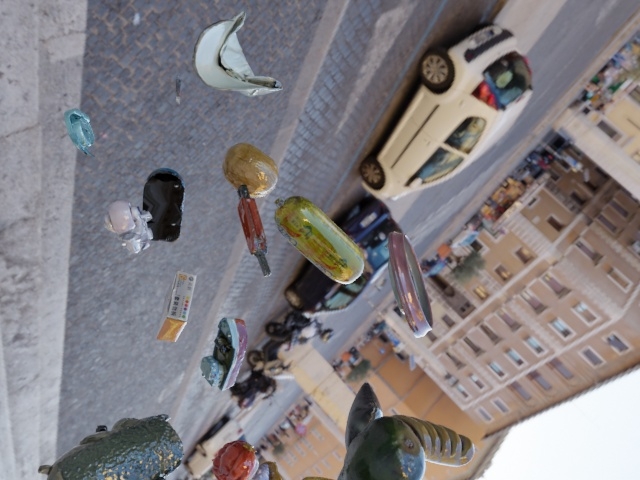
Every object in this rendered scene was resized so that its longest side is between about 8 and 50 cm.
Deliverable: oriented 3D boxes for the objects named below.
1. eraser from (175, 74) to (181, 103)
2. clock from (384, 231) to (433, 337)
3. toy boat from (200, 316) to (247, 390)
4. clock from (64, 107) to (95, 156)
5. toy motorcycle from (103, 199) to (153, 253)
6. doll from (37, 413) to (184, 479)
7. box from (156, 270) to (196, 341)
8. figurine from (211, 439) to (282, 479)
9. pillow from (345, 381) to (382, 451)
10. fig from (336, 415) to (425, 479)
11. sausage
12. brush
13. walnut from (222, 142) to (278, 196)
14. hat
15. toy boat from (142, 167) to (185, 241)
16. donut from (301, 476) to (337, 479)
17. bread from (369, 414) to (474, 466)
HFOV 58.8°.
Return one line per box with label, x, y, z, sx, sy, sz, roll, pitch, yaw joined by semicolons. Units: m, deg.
eraser;-0.500;-0.532;1.999;0.027;0.019;0.099;-149;-117;-74
clock;0.193;0.096;1.264;0.056;0.244;0.244;-18;175;15
toy boat;-0.392;0.442;2.261;0.133;0.145;0.332;-3;122;-41
clock;-0.739;-0.327;1.755;0.045;0.147;0.108;-15;177;2
toy motorcycle;-0.444;-0.018;1.334;0.112;0.112;0.254;-41;173;-15
doll;-0.548;0.597;1.516;0.349;0.247;0.247;-19;157;-27
box;-0.602;0.279;2.362;0.274;0.091;0.220;132;-32;-55
figurine;-0.269;0.785;1.951;0.181;0.208;0.257;-31;128;-4
pillow;0.132;0.596;1.782;0.186;0.106;0.250;-113;-147;-80
fig;0.076;0.356;0.880;0.177;0.117;0.117;-40;170;21
sausage;0.000;0.000;1.554;0.123;0.347;0.123;-36;-152;23
brush;-0.209;-0.033;1.742;0.051;0.323;0.070;-2;148;-34
walnut;-0.234;-0.230;1.885;0.165;0.197;0.165;-48;-158;27
hat;-0.278;-0.527;1.725;0.168;0.258;0.301;-21;-170;42
toy boat;-0.538;-0.134;1.957;0.092;0.134;0.299;-97;-161;-51
donut;0.067;0.639;1.311;0.303;0.303;0.110;77;33;-76
bread;0.222;0.430;1.229;0.134;0.225;0.081;-10;-122;59
